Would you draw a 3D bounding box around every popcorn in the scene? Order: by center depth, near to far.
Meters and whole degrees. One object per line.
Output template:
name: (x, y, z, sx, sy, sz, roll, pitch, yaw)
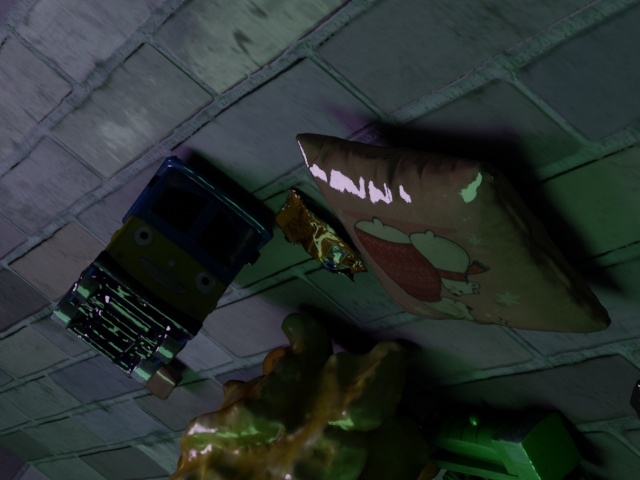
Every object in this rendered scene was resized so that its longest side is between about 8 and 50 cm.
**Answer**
popcorn: (-0.018, 0.266, 1.891, 0.274, 0.335, 0.279, 53, 172, 50)

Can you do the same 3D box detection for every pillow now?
pillow: (0.107, -0.004, 1.449, 0.236, 0.084, 0.223, 8, 146, 44)

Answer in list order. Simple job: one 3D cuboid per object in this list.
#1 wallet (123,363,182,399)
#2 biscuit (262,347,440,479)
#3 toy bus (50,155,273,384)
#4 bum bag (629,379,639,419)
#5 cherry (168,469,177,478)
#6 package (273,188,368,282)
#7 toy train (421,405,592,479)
wallet: (-0.264, 0.163, 2.428, 0.153, 0.039, 0.118, 40, 157, -2)
biscuit: (0.035, 0.222, 2.108, 0.262, 0.037, 0.262, 31, 158, 14)
toy bus: (-0.176, 0.038, 1.838, 0.138, 0.175, 0.288, 38, 159, -5)
bum bag: (0.335, 0.163, 1.531, 0.124, 0.034, 0.058, 21, 141, 32)
cherry: (-0.118, 0.447, 2.470, 0.335, 0.291, 0.326, -85, -18, -69)
package: (-0.001, 0.001, 1.693, 0.111, 0.033, 0.077, 41, 169, -1)
toy train: (0.194, 0.234, 1.838, 0.119, 0.085, 0.251, 60, 156, -15)
